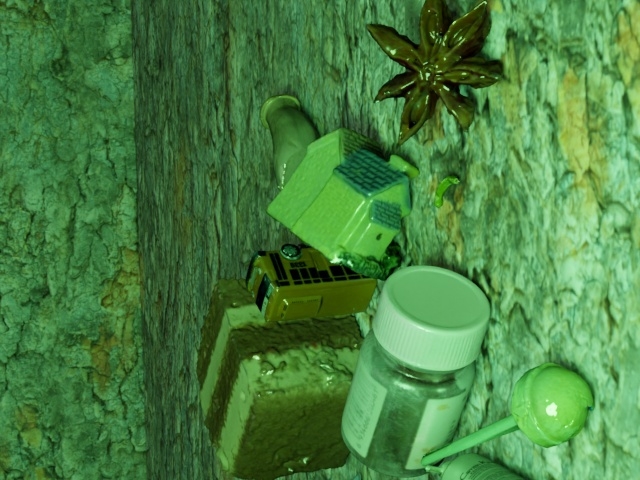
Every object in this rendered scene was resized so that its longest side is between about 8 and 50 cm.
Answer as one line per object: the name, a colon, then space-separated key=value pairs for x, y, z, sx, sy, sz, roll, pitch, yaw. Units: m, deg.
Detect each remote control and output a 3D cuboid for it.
remote control: x=0.142 y=-0.344 z=1.569 sx=0.067 sy=0.029 sz=0.260 roll=-174 pitch=82 yaw=-68

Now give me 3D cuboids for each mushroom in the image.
mushroom: x=-0.050 y=-0.185 z=1.997 sx=0.108 sy=0.096 sz=0.247 roll=108 pitch=156 yaw=-43

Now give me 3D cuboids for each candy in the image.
candy: x=0.217 y=0.239 z=1.324 sx=0.093 sy=0.092 sz=0.335 roll=60 pitch=144 yaw=10

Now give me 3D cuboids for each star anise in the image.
star anise: x=0.158 y=-0.239 z=1.422 sx=0.212 sy=0.111 sz=0.196 roll=-33 pitch=93 yaw=43

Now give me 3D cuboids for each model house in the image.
model house: x=0.066 y=-0.059 z=1.662 sx=0.214 sy=0.195 sz=0.189 roll=36 pitch=102 yaw=46

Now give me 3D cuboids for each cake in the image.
cake: x=-0.066 y=0.238 z=1.880 sx=0.290 sy=0.256 sz=0.282 roll=60 pitch=144 yaw=42

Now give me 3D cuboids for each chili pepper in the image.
chili pepper: x=0.182 y=-0.074 z=1.519 sx=0.083 sy=0.017 sz=0.030 roll=115 pitch=145 yaw=-55

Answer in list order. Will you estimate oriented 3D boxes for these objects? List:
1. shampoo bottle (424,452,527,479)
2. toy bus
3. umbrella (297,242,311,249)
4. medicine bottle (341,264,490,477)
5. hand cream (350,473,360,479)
shampoo bottle: x=0.227 y=0.335 z=1.355 sx=0.262 sy=0.085 sz=0.085 roll=-163 pitch=72 yaw=-67
toy bus: x=-0.016 y=0.073 z=1.791 sx=0.098 sy=0.201 sz=0.114 roll=109 pitch=147 yaw=-44
umbrella: x=0.000 y=0.000 z=1.943 sx=0.066 sy=0.059 sz=0.235 roll=52 pitch=143 yaw=19
medicine bottle: x=0.132 y=0.186 z=1.478 sx=0.165 sy=0.165 sz=0.273 roll=-119 pitch=35 yaw=-48
hand cream: x=0.024 y=0.505 z=1.947 sx=0.271 sy=0.058 sz=0.091 roll=132 pitch=144 yaw=-56
